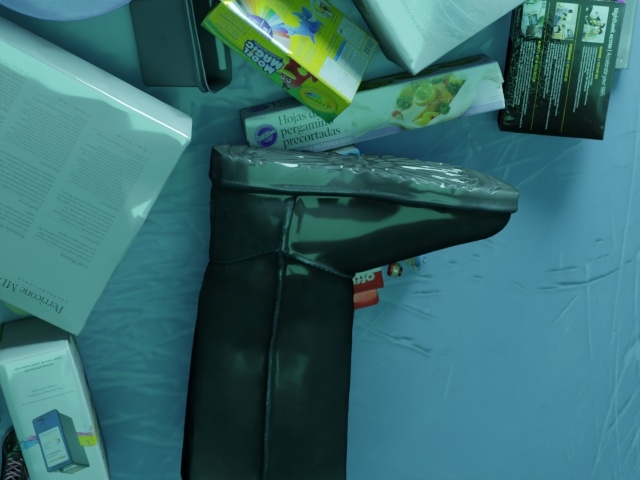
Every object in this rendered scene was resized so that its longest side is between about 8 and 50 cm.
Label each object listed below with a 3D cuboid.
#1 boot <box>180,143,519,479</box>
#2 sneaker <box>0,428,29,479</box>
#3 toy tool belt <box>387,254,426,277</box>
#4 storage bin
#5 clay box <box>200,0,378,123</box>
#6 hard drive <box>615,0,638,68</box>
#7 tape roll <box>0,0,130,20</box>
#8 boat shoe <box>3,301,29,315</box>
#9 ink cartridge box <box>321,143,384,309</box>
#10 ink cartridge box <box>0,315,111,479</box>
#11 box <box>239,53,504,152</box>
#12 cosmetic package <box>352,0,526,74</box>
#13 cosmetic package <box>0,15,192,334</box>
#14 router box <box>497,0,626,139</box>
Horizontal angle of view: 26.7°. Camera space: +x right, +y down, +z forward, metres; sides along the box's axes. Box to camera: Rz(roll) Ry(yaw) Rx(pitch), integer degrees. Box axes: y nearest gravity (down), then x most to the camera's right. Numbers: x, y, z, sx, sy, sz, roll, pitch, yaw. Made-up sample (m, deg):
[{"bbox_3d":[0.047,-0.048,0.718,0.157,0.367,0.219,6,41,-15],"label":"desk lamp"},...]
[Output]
[{"bbox_3d":[0.027,0.123,1.617,0.367,0.146,0.445,6,103,1],"label":"boot"},{"bbox_3d":[-0.392,0.300,1.729,0.047,0.057,0.119,8,103,-10],"label":"sneaker"},{"bbox_3d":[0.123,0.015,1.738,0.051,0.052,0.083,19,103,-6],"label":"toy tool belt"},{"bbox_3d":[-0.166,-0.244,1.601,0.091,0.098,0.135,-1,109,19],"label":"storage bin"},{"bbox_3d":[-0.045,-0.252,1.589,0.222,0.127,0.053,36,135,-13],"label":"clay box"},{"bbox_3d":[0.351,-0.287,1.705,0.094,0.022,0.135,2,105,-10],"label":"hard drive"},{"bbox_3d":[-0.295,-0.391,1.530,0.275,0.090,0.274,-3,106,-10],"label":"tape roll"},{"bbox_3d":[-0.385,0.030,1.659,0.049,0.042,0.133,-27,105,-5],"label":"boat shoe"},{"bbox_3d":[0.000,0.000,1.698,0.134,0.078,0.231,-13,108,-5],"label":"ink cartridge box"},{"bbox_3d":[-0.326,0.211,1.662,0.093,0.154,0.212,-13,107,-7],"label":"ink cartridge box"},{"bbox_3d":[0.065,-0.163,1.670,0.324,0.067,0.063,-13,107,-5],"label":"box"},{"bbox_3d":[0.132,-0.354,1.589,0.225,0.138,0.224,-34,109,0],"label":"cosmetic package"},{"bbox_3d":[-0.377,-0.099,1.538,0.377,0.097,0.284,28,106,-14],"label":"cosmetic package"},{"bbox_3d":[0.298,-0.219,1.681,0.133,0.046,0.178,6,112,1],"label":"router box"}]
